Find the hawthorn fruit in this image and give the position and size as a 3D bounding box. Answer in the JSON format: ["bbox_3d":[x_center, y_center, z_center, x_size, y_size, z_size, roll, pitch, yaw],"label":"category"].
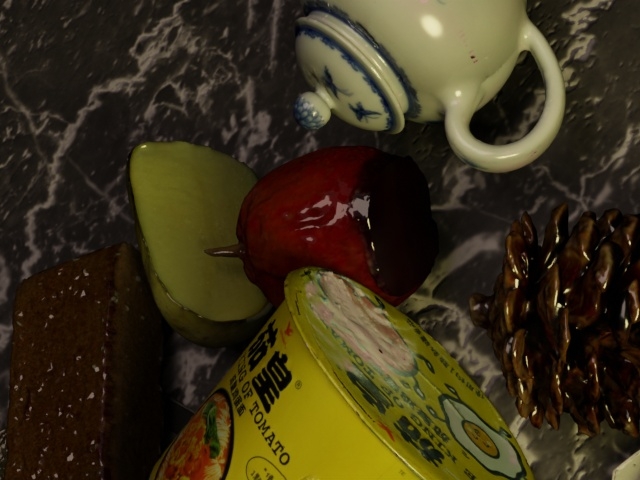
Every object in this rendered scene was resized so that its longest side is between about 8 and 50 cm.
[{"bbox_3d":[0.000,0.000,1.866,0.251,0.189,0.189,-17,58,16],"label":"hawthorn fruit"}]

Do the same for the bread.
[{"bbox_3d":[-0.256,0.213,1.947,0.165,0.113,0.417,-16,58,24],"label":"bread"}]

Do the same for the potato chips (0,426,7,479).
[{"bbox_3d":[-0.314,0.223,2.060,0.209,0.026,0.142,-7,61,29],"label":"potato chips"}]

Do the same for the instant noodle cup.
[{"bbox_3d":[0.008,0.222,1.690,0.254,0.325,0.325,-46,50,16],"label":"instant noodle cup"}]

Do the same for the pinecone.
[{"bbox_3d":[0.269,0.076,1.641,0.272,0.224,0.224,4,68,14],"label":"pinecone"}]

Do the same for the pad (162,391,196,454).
[{"bbox_3d":[-0.155,0.267,1.937,0.233,0.022,0.174,26,82,39],"label":"pad"}]

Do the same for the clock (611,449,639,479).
[{"bbox_3d":[0.334,0.242,1.612,0.172,0.064,0.198,26,81,37],"label":"clock"}]

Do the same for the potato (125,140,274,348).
[{"bbox_3d":[-0.133,0.019,1.989,0.111,0.160,0.272,111,148,-44],"label":"potato"}]

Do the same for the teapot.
[{"bbox_3d":[0.074,-0.217,1.880,0.424,0.252,0.280,39,76,21],"label":"teapot"}]
